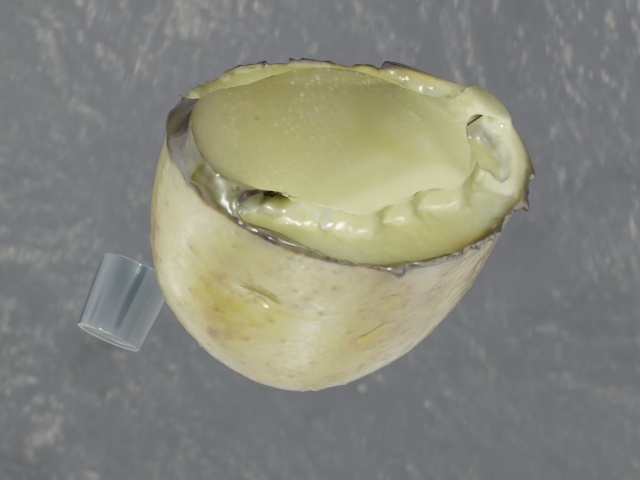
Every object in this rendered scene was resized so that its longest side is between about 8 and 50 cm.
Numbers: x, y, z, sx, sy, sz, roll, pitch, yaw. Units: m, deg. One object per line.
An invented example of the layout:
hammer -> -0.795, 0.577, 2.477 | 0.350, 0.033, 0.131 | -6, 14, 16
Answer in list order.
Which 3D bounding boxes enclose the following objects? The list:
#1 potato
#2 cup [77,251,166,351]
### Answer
potato -> 0.000, 0.000, 1.342 | 0.242, 0.285, 0.242 | 17, 117, 38
cup -> -0.199, 0.063, 1.875 | 0.078, 0.077, 0.100 | 26, 168, -12
